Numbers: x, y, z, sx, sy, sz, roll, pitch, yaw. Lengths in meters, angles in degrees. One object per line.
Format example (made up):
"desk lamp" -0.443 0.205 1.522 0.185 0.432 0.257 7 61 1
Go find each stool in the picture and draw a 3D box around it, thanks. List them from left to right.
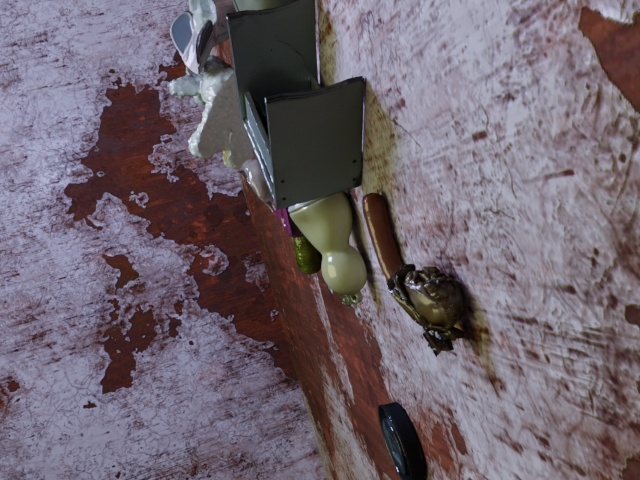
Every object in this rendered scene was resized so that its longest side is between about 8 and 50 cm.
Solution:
"stool" -0.044 -0.241 1.205 0.270 0.170 0.243 89 161 -54

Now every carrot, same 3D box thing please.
"carrot" -0.053 -0.080 1.810 0.074 0.074 0.358 -134 32 -69

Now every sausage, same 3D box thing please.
"sausage" 0.108 0.005 1.139 0.047 0.040 0.177 177 76 -73

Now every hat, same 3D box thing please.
"hat" -0.341 -0.637 2.045 0.232 0.161 0.275 40 114 53

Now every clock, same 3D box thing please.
"clock" 0.176 0.441 1.469 0.184 0.040 0.184 163 90 -80

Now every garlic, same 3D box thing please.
"garlic" -0.126 -0.134 1.464 0.084 0.066 0.152 48 -176 -33

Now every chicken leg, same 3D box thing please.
"chicken leg" 0.146 0.086 0.975 0.125 0.080 0.196 63 174 -18

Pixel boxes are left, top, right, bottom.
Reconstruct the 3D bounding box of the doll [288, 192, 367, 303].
"doll" 0.026 -0.010 1.399 0.141 0.117 0.296 -16 103 50

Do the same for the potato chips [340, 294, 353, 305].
"potato chips" 0.043 0.052 1.617 0.142 0.026 0.209 -122 18 -62

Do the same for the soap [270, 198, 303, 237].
"soap" -0.076 -0.212 1.538 0.233 0.128 0.359 -127 23 -58

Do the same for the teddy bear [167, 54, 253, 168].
"teddy bear" -0.364 -0.447 2.231 0.362 0.327 0.375 17 93 50

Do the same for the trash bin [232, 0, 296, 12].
"trash bin" -0.109 -0.533 1.243 0.247 0.121 0.243 97 155 -60
